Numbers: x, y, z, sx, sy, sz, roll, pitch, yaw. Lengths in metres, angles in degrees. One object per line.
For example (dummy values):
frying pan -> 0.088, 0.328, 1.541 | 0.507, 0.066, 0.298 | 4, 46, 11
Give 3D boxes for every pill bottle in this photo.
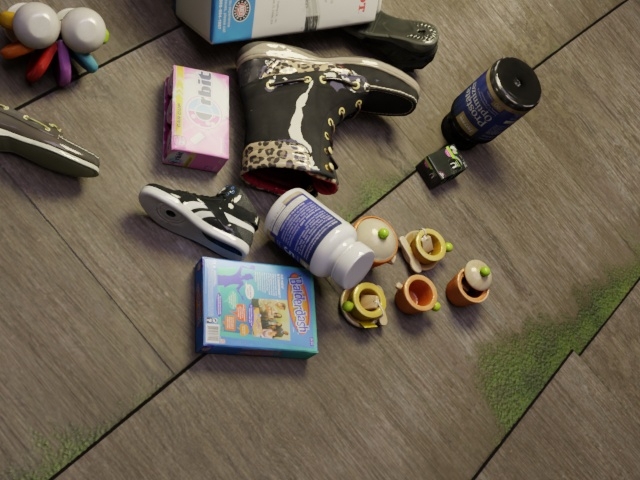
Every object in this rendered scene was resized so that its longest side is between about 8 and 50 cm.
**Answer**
pill bottle -> 0.000, 0.000, 1.494 | 0.187, 0.112, 0.112 | 38, 52, 25
pill bottle -> 0.353, -0.280, 1.773 | 0.123, 0.219, 0.122 | 11, 63, -23

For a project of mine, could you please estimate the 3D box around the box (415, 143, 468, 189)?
box -> 0.255, -0.155, 1.768 | 0.083, 0.052, 0.062 | -25, 80, -32

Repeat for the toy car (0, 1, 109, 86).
toy car -> -0.457, -0.334, 1.444 | 0.182, 0.159, 0.136 | -1, 103, -28

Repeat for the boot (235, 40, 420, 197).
boot -> 0.015, -0.219, 1.621 | 0.378, 0.138, 0.284 | 10, 63, -19

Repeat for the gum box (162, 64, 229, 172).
gum box -> -0.228, -0.228, 1.546 | 0.107, 0.062, 0.188 | 8, 65, -24

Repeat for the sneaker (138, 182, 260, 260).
sneaker -> -0.208, -0.063, 1.482 | 0.217, 0.079, 0.121 | 33, 54, -21

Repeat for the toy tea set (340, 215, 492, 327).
toy tea set -> 0.186, 0.049, 1.598 | 0.336, 0.124, 0.199 | -4, 70, -28

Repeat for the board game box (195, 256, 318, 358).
board game box -> -0.111, 0.119, 1.461 | 0.210, 0.047, 0.160 | 8, 65, -24

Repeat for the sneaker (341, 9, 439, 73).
sneaker -> 0.143, -0.428, 1.822 | 0.228, 0.130, 0.087 | 18, 63, 12

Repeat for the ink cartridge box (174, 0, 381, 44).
ink cartridge box -> -0.068, -0.562, 1.627 | 0.395, 0.285, 0.166 | -16, 41, -32

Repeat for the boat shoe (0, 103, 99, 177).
boat shoe -> -0.468, -0.170, 1.386 | 0.228, 0.081, 0.068 | 20, 65, -15
